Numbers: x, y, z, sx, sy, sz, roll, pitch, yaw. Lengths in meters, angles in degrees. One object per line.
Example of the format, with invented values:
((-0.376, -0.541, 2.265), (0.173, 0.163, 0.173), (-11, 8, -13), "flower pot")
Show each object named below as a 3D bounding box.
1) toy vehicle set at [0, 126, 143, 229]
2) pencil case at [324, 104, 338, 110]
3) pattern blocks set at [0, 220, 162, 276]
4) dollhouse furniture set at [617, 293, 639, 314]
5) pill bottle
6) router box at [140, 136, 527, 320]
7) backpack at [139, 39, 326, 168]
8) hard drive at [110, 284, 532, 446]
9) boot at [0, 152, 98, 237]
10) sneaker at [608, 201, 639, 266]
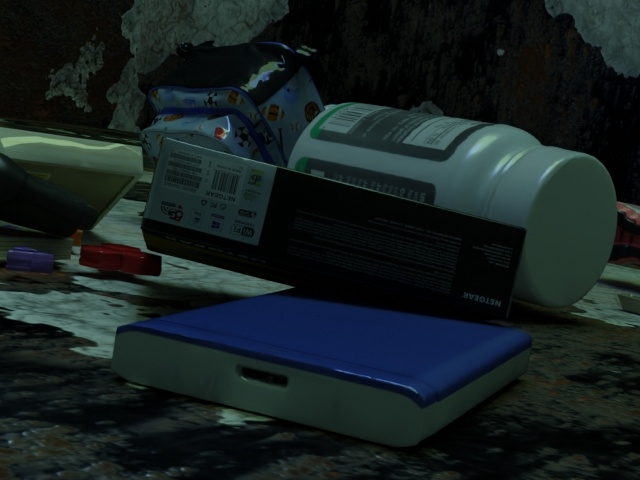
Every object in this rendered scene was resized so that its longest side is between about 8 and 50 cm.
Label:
((-0.349, -0.069, 1.478), (0.266, 0.035, 0.166), (6, -25, -30), "toy vehicle set")
((0.083, -0.082, 1.880), (0.273, 0.114, 0.124), (40, 21, 31), "pencil case")
((-0.342, -0.005, 1.300), (0.285, 0.026, 0.324), (4, 8, -46), "pattern blocks set")
((0.407, 0.055, 1.621), (0.114, 0.081, 0.091), (15, 8, 44), "dollhouse furniture set")
((0.145, -0.042, 1.557), (0.204, 0.204, 0.361), (3, 9, -44), "pill bottle")
((0.000, 0.000, 1.186), (0.308, 0.081, 0.243), (14, -6, -4), "router box")
((-0.087, -0.120, 1.784), (0.276, 0.213, 0.263), (13, -32, 51), "backpack")
((0.018, 0.081, 0.976), (0.210, 0.040, 0.318), (11, 6, 20), "hard drive")
((-0.313, -0.039, 1.311), (0.137, 0.077, 0.198), (26, -9, -28), "boot")
((0.508, 0.007, 1.902), (0.136, 0.116, 0.314), (-1, 19, -30), "sneaker")
